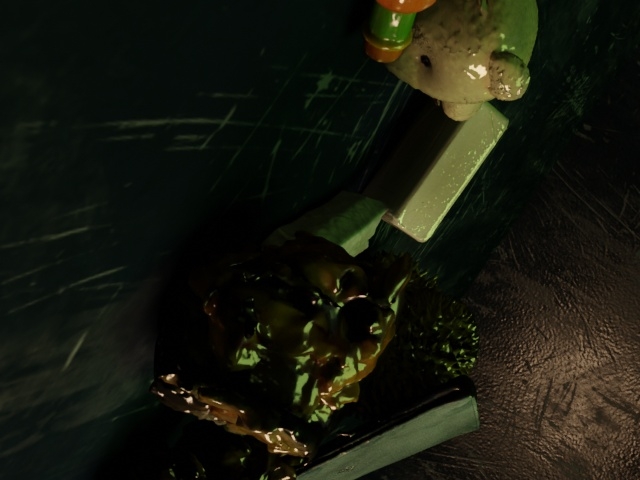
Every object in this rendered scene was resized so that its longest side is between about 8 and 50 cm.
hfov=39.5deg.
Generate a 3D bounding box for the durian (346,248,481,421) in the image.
[{"bbox_3d":[0.093,0.148,1.287,0.258,0.258,0.293,-59,160,18],"label":"durian"}]

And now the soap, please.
[{"bbox_3d":[0.138,-0.096,1.098,0.183,0.064,0.121,-56,-157,2],"label":"soap"}]

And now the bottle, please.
[{"bbox_3d":[0.070,-0.216,0.709,0.069,0.069,0.187,-45,164,-31],"label":"bottle"}]

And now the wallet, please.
[{"bbox_3d":[0.038,0.289,1.185,0.379,0.046,0.190,-25,156,1],"label":"wallet"}]

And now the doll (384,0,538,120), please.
[{"bbox_3d":[0.139,-0.211,0.888,0.149,0.175,0.278,-19,-177,15],"label":"doll"}]

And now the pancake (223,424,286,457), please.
[{"bbox_3d":[-0.138,0.341,1.290,0.387,0.082,0.387,-48,159,-25],"label":"pancake"}]

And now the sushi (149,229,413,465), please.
[{"bbox_3d":[-0.031,0.086,0.810,0.200,0.213,0.204,147,-34,-73],"label":"sushi"}]

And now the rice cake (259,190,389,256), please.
[{"bbox_3d":[0.000,0.000,0.988,0.206,0.069,0.063,-37,156,-56],"label":"rice cake"}]

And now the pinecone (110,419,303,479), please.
[{"bbox_3d":[-0.135,0.314,0.983,0.243,0.243,0.257,55,57,-75],"label":"pinecone"}]
